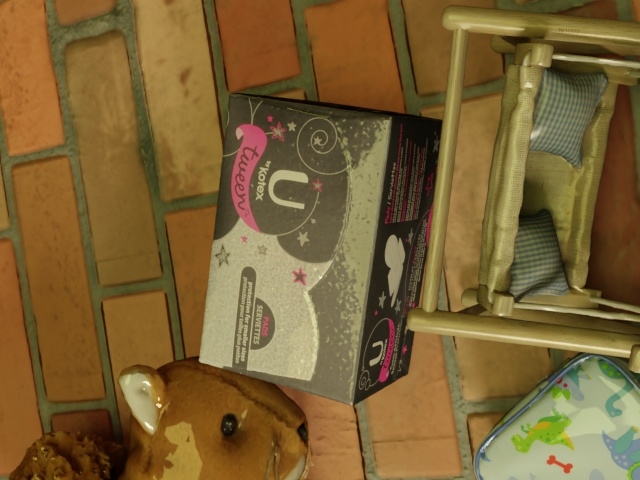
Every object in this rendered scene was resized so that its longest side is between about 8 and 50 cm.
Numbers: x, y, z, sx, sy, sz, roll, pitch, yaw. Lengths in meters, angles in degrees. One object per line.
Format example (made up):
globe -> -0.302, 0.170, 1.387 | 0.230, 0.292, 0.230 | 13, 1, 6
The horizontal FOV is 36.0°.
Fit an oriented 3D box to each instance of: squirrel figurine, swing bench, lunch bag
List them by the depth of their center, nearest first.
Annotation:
swing bench -> 0.224, -0.040, 0.767 | 0.255, 0.165, 0.253 | 8, 97, 25
lunch bag -> 0.247, 0.207, 0.815 | 0.219, 0.090, 0.176 | 47, 110, 15
squirrel figurine -> -0.175, 0.290, 0.933 | 0.397, 0.281, 0.370 | 2, 89, 23

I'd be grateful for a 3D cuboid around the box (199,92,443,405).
box -> 0.000, 0.000, 0.889 | 0.163, 0.142, 0.247 | 12, 98, 24
